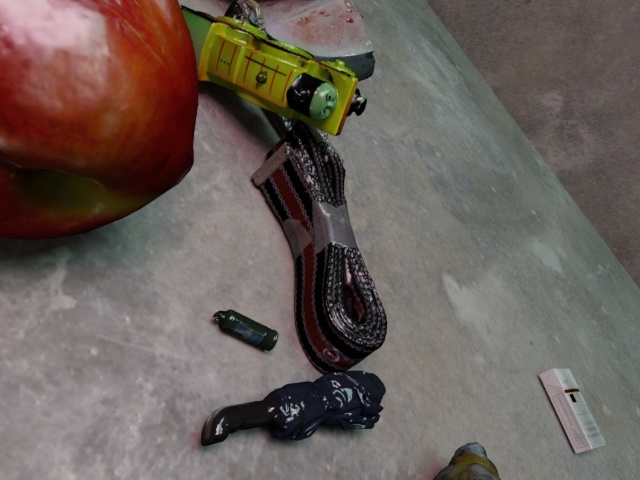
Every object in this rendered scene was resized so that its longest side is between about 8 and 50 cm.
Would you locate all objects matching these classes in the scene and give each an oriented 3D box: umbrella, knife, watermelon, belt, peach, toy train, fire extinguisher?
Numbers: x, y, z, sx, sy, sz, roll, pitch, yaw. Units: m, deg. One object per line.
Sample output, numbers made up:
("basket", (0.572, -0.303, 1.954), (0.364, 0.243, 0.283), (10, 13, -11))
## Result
("umbrella", (-0.015, 0.178, 0.548), (0.248, 0.071, 0.071), (12, 51, -44))
("knife", (-0.072, -0.257, 0.859), (0.365, 0.089, 0.043), (60, 23, 9))
("watermelon", (-0.024, -0.390, 0.998), (0.175, 0.188, 0.322), (69, 2, -47))
("belt", (0.000, 0.000, 0.700), (0.126, 0.094, 0.359), (13, 50, -42))
("peach", (-0.243, -0.175, 0.436), (0.281, 0.281, 0.338), (2, 62, -47))
("toy train", (-0.077, -0.247, 0.747), (0.296, 0.100, 0.160), (29, 26, 18))
("fire extinguisher", (-0.089, 0.097, 0.577), (0.083, 0.025, 0.038), (31, 2, -26))

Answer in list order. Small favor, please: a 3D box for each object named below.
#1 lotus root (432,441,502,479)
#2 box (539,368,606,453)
("lotus root", (0.157, 0.339, 0.524), (0.140, 0.158, 0.322), (38, 30, -18))
("box", (0.495, 0.331, 1.001), (0.084, 0.040, 0.154), (11, 52, -41))
